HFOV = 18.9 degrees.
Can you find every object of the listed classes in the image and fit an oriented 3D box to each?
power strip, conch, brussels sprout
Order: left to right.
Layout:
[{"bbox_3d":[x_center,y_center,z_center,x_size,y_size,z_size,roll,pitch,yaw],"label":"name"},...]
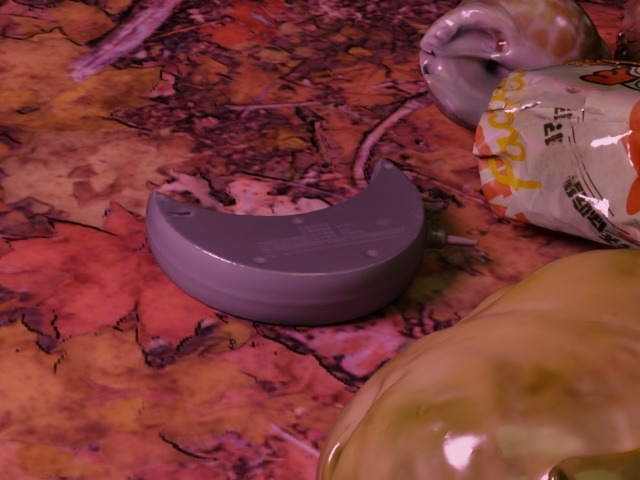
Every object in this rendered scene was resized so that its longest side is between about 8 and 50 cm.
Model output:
[{"bbox_3d":[0.000,0.000,1.264,0.216,0.044,0.137,-7,36,-22],"label":"power strip"},{"bbox_3d":[0.147,-0.139,1.467,0.173,0.106,0.116,-35,72,-24],"label":"conch"},{"bbox_3d":[0.117,0.154,0.794,0.247,0.328,0.328,-3,34,-20],"label":"brussels sprout"}]

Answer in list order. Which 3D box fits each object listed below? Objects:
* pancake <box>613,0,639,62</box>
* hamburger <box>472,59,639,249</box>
[{"bbox_3d":[0.389,-0.230,1.493,0.082,0.387,0.387,47,25,-20],"label":"pancake"},{"bbox_3d":[0.232,-0.065,1.341,0.235,0.125,0.214,-16,34,-39],"label":"hamburger"}]
